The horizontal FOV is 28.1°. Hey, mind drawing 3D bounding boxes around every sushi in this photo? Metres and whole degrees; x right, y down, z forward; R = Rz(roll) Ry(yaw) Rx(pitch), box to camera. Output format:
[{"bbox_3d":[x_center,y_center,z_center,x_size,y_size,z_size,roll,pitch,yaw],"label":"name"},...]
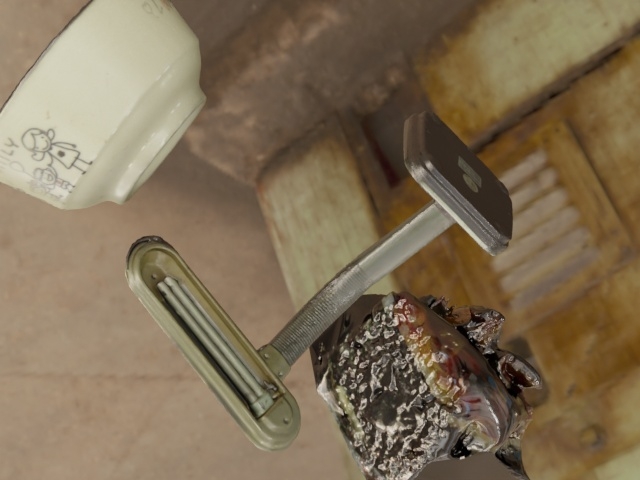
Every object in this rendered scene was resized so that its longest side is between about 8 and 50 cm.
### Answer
[{"bbox_3d":[0.136,0.171,1.498,0.216,0.227,0.212,17,130,-29],"label":"sushi"}]

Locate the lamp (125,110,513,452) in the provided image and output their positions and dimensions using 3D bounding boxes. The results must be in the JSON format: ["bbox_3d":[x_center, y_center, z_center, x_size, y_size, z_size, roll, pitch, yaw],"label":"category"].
[{"bbox_3d":[-0.002,-0.001,1.027,0.283,0.124,0.203,-42,106,6],"label":"lamp"}]

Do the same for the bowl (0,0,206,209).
[{"bbox_3d":[-0.189,-0.119,1.153,0.126,0.237,0.237,38,126,-4],"label":"bowl"}]
